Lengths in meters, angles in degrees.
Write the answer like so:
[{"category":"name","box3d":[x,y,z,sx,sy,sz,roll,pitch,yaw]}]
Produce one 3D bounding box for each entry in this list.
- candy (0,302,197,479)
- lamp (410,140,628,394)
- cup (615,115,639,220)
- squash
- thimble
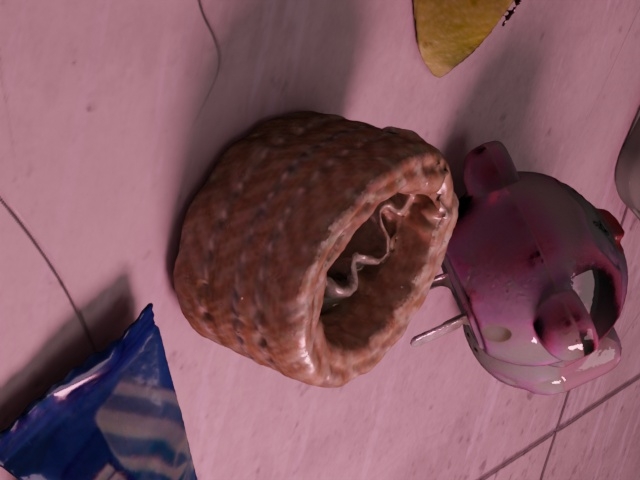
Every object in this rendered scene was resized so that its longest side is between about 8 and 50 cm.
[{"category":"candy","box3d":[-0.161,0.219,1.211,0.187,0.077,0.331,-45,144,-36]},{"category":"lamp","box3d":[0.201,0.054,1.595,0.247,0.247,0.301,-20,157,0]},{"category":"cup","box3d":[0.609,-0.141,2.009,0.401,0.310,0.392,-27,129,-52]},{"category":"squash","box3d":[0.176,-0.255,1.331,0.204,0.155,0.237,21,92,-60]},{"category":"thimble","box3d":[-0.004,0.000,1.234,0.229,0.148,0.196,-56,149,-21]}]
